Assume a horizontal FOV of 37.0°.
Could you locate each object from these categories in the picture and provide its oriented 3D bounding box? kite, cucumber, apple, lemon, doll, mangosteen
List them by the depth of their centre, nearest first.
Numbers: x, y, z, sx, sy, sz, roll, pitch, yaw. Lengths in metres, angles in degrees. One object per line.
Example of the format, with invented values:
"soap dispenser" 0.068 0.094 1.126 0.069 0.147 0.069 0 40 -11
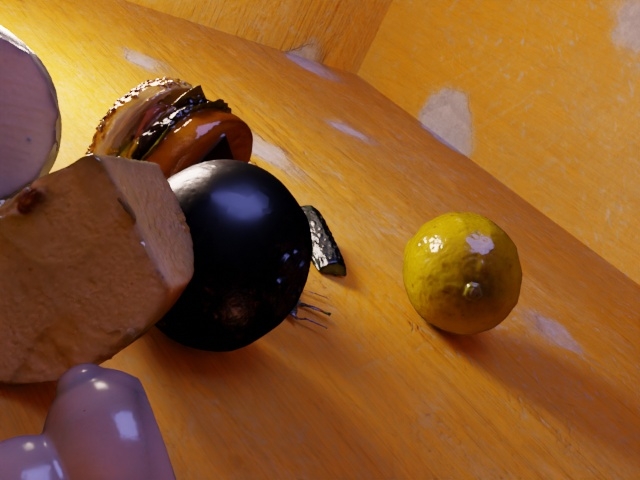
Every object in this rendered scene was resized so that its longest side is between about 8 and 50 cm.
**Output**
"doll" -0.252 0.242 0.951 0.221 0.221 0.251 22 -3 -14
"apple" -0.339 0.027 1.212 0.252 0.309 0.314 50 15 -40
"mangosteen" -0.162 0.007 1.451 0.313 0.297 0.297 47 27 27
"kite" -0.055 0.109 1.757 0.160 0.010 0.183 21 16 -5
"lemon" 0.289 0.063 1.968 0.245 0.245 0.320 24 13 -7
"cucumber" 0.003 -0.002 2.036 0.078 0.062 0.211 16 22 -29

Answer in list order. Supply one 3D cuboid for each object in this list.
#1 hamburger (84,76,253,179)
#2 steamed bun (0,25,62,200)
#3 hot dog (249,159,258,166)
"hamburger" -0.286 -0.165 1.782 0.225 0.291 0.291 40 22 19
"steamed bun" -0.517 -0.155 1.280 0.309 0.309 0.309 23 19 -9
"hot dog" -0.166 -0.131 2.143 0.131 0.069 0.252 5 30 -48
